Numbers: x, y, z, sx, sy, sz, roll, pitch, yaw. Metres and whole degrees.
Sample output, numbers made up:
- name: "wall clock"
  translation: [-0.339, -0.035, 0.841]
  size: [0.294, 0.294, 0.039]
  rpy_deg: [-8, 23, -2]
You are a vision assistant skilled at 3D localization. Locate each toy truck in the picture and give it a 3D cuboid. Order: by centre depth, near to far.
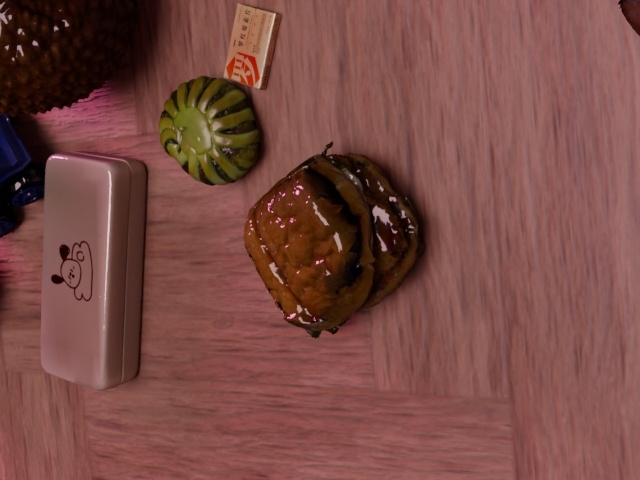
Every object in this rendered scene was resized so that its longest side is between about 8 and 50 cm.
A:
- name: "toy truck"
  translation: [-0.504, -0.098, 1.383]
  size: [0.213, 0.177, 0.161]
  rpy_deg: [-38, 77, 30]

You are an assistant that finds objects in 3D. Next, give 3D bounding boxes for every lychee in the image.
- name: "lychee"
  translation: [-0.361, -0.283, 1.231]
  size: [0.267, 0.267, 0.268]
  rpy_deg: [5, 99, 32]

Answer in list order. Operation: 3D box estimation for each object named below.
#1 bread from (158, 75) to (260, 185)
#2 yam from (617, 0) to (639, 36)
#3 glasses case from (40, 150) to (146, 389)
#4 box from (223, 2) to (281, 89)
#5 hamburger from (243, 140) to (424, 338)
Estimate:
- name: "bread"
  translation: [-0.140, -0.133, 1.205]
  size: [0.130, 0.071, 0.139]
  rpy_deg: [-30, 80, 28]
- name: "yam"
  translation: [0.339, -0.181, 0.881]
  size: [0.079, 0.079, 0.141]
  rpy_deg: [-41, 76, 30]
- name: "glasses case"
  translation: [-0.312, 0.039, 1.339]
  size: [0.131, 0.070, 0.313]
  rpy_deg: [12, 103, 32]
- name: "box"
  translation: [-0.083, -0.235, 1.185]
  size: [0.058, 0.015, 0.093]
  rpy_deg: [22, 107, 27]
- name: "hamburger"
  translation: [0.000, 0.000, 1.099]
  size: [0.206, 0.130, 0.183]
  rpy_deg: [-40, 72, 33]
